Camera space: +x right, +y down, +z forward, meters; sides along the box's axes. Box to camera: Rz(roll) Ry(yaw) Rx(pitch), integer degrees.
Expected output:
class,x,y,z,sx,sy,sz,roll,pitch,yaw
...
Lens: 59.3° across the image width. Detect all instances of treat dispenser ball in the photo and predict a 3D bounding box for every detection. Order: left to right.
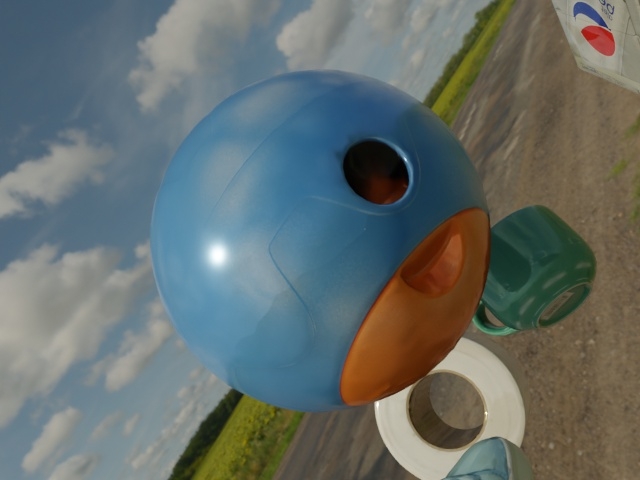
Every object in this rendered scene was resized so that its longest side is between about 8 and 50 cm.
class,x,y,z,sx,sy,sz,roll,pitch,yaw
treat dispenser ball,0.000,0.000,0.493,0.288,0.288,0.288,-56,-2,-4

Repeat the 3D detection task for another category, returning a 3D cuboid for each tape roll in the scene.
class,x,y,z,sx,sy,sz,roll,pitch,yaw
tape roll,0.234,0.282,0.980,0.246,0.246,0.169,-57,-23,7

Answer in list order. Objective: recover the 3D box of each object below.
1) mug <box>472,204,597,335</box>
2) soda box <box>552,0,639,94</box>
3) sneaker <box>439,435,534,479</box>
class,x,y,z,sx,sy,sz,roll,pitch,yaw
mug,0.245,0.048,0.647,0.129,0.097,0.158,-28,-39,-8
soda box,0.276,-0.201,0.305,0.286,0.091,0.098,-35,31,10
sneaker,0.095,0.312,0.575,0.366,0.150,0.135,-40,-4,-41
